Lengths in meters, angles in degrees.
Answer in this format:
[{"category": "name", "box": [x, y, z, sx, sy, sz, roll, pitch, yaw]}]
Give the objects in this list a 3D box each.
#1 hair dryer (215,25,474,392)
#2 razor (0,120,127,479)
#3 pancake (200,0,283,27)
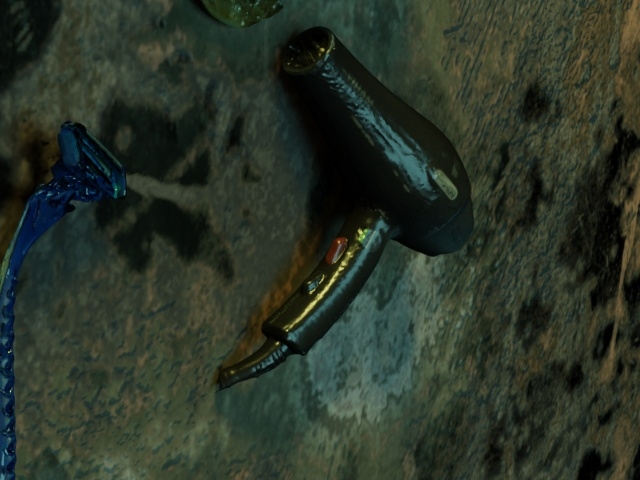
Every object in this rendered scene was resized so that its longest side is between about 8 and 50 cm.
[{"category": "hair dryer", "box": [0.000, 0.000, 1.179, 0.235, 0.091, 0.272, 49, 65, -40]}, {"category": "razor", "box": [-0.183, 0.093, 0.943, 0.093, 0.056, 0.324, 52, 48, -75]}, {"category": "pancake", "box": [-0.052, -0.210, 1.070, 0.116, 0.022, 0.130, 3, 99, -56]}]
